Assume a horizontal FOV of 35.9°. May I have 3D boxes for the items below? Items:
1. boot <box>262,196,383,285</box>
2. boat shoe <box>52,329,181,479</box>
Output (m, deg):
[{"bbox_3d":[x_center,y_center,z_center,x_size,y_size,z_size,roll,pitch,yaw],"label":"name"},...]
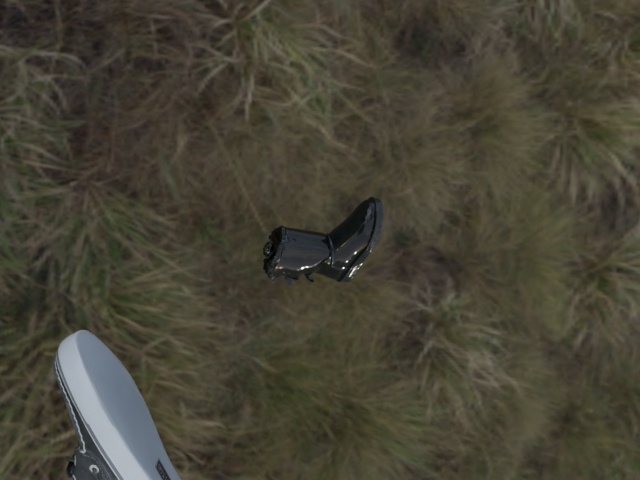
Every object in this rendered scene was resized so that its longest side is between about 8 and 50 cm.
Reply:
[{"bbox_3d":[0.000,-0.001,1.012,0.099,0.045,0.121,7,134,-23],"label":"boot"},{"bbox_3d":[-0.161,0.184,0.776,0.076,0.080,0.229,-26,102,8],"label":"boat shoe"}]
